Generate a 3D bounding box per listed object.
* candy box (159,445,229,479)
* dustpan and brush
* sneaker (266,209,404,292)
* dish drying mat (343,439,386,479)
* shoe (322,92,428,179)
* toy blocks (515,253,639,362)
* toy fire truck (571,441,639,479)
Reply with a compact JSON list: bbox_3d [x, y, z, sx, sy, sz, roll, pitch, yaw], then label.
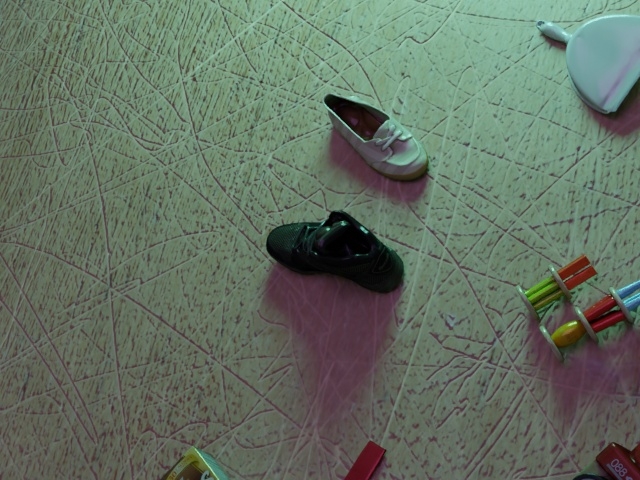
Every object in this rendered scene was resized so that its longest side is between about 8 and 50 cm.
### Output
[{"bbox_3d":[-0.153,0.382,1.486,0.109,0.053,0.187,-46,50,-1],"label":"candy box"},{"bbox_3d":[0.385,-0.279,1.581,0.211,0.060,0.147,38,97,32],"label":"dustpan and brush"},{"bbox_3d":[0.000,0.000,1.576,0.228,0.130,0.087,18,71,37],"label":"sneaker"},{"bbox_3d":[0.054,0.305,1.445,0.032,0.008,0.083,25,78,37],"label":"dish drying mat"},{"bbox_3d":[0.078,-0.162,1.670,0.076,0.058,0.219,-47,52,-3],"label":"shoe"},{"bbox_3d":[0.339,0.069,1.396,0.148,0.054,0.123,-31,53,9],"label":"toy blocks"},{"bbox_3d":[0.429,0.279,1.186,0.246,0.158,0.217,-47,50,10],"label":"toy fire truck"}]
